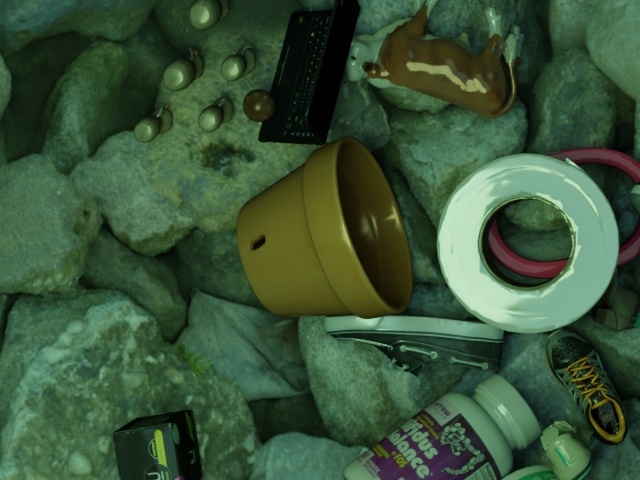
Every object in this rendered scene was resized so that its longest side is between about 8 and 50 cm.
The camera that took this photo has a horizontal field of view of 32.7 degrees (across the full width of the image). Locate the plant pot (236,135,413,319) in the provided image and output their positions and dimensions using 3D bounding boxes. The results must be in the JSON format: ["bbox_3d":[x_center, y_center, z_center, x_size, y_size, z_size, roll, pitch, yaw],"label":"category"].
[{"bbox_3d":[0.000,0.000,1.748,0.203,0.291,0.291,-17,88,21],"label":"plant pot"}]

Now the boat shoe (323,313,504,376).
[{"bbox_3d":[0.152,0.175,1.809,0.301,0.108,0.102,5,88,-2],"label":"boat shoe"}]

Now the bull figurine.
[{"bbox_3d":[0.186,-0.313,1.806,0.310,0.101,0.189,22,90,5],"label":"bull figurine"}]

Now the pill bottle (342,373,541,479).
[{"bbox_3d":[0.200,0.351,1.754,0.301,0.169,0.169,-35,86,-10],"label":"pill bottle"}]

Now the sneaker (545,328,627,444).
[{"bbox_3d":[0.444,0.240,1.787,0.084,0.083,0.215,-33,85,6],"label":"sneaker"}]

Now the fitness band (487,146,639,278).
[{"bbox_3d":[0.411,-0.045,1.811,0.290,0.054,0.209,-8,91,6],"label":"fitness band"}]

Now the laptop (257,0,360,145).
[{"bbox_3d":[-0.033,-0.282,1.730,0.264,0.136,0.234,9,82,48],"label":"laptop"}]

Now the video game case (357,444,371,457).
[{"bbox_3d":[0.117,0.483,1.845,0.193,0.023,0.212,24,92,5],"label":"video game case"}]

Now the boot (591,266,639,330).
[{"bbox_3d":[0.496,0.093,1.793,0.086,0.042,0.119,6,109,-20],"label":"boot"}]

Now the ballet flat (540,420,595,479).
[{"bbox_3d":[0.385,0.320,1.712,0.086,0.248,0.086,-1,86,11],"label":"ballet flat"}]

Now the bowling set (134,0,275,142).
[{"bbox_3d":[-0.169,-0.251,1.823,0.199,0.154,0.287,31,107,-3],"label":"bowling set"}]

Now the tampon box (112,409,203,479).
[{"bbox_3d":[-0.268,0.357,1.812,0.101,0.161,0.121,-10,89,5],"label":"tampon box"}]

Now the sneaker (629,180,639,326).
[{"bbox_3d":[0.554,0.060,1.735,0.295,0.124,0.178,45,84,-14],"label":"sneaker"}]

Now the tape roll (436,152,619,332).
[{"bbox_3d":[0.332,0.002,1.738,0.286,0.100,0.286,0,91,15],"label":"tape roll"}]

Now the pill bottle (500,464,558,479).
[{"bbox_3d":[0.392,0.531,1.643,0.204,0.204,0.361,-45,45,3],"label":"pill bottle"}]
